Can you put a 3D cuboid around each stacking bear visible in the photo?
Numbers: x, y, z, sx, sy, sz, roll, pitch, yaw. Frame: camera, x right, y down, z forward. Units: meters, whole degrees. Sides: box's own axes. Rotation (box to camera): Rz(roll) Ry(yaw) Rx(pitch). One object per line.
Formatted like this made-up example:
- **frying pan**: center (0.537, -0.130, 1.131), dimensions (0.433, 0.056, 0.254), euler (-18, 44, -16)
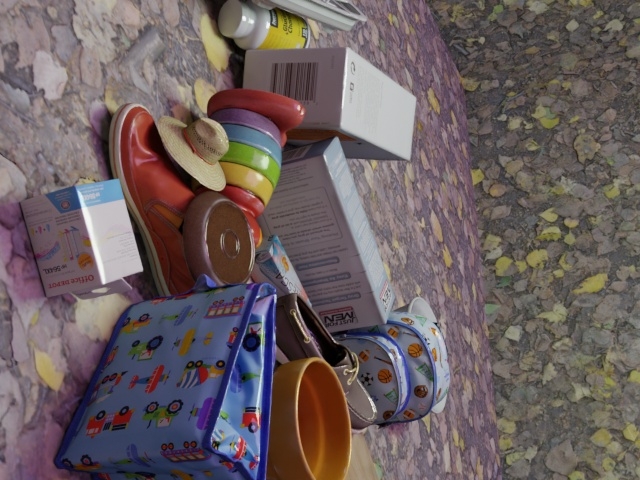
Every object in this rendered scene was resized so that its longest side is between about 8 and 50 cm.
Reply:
- **stacking bear**: center (-0.144, -0.095, 1.335), dimensions (0.164, 0.175, 0.289), euler (16, 67, -16)

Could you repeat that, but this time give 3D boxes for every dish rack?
- **dish rack**: center (-0.085, -0.531, 1.608), dimensions (0.332, 0.072, 0.285), euler (3, 41, -52)

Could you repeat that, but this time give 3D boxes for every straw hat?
- **straw hat**: center (-0.175, -0.151, 1.201), dimensions (0.144, 0.061, 0.144), euler (45, 22, -23)

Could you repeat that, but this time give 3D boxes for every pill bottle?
- **pill bottle**: center (-0.116, -0.431, 1.604), dimensions (0.184, 0.103, 0.103), euler (5, 74, -48)

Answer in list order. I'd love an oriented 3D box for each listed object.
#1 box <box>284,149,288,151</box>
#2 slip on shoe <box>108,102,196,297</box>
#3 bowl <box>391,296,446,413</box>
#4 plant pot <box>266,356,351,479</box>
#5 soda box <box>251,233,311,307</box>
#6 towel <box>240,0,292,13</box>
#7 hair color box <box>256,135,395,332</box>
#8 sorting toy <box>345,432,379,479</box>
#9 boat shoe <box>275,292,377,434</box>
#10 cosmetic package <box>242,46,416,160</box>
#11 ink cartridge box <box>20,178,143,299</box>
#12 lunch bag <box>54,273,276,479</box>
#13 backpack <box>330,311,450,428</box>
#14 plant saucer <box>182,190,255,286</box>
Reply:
- **box**: center (-0.037, -0.104, 1.687), dimensions (0.162, 0.029, 0.116), euler (43, 35, -20)
- **slip on shoe**: center (-0.224, -0.051, 1.188), dimensions (0.123, 0.101, 0.331), euler (-37, 112, -64)
- **bowl**: center (0.219, 0.301, 2.015), dimensions (0.298, 0.134, 0.298), euler (42, 41, -54)
- **plant pot**: center (-0.076, 0.300, 1.243), dimensions (0.205, 0.187, 0.205), euler (-13, 90, -68)
- **soda box**: center (-0.081, 0.081, 1.506), dimensions (0.058, 0.063, 0.183), euler (-72, 143, -52)
- **towel**: center (-0.104, -0.485, 1.785), dimensions (0.285, 0.034, 0.209), euler (48, 36, -50)
- **hair color box**: center (0.000, 0.000, 1.581), dimensions (0.113, 0.185, 0.375), euler (-59, 133, -60)
- **sorting toy**: center (0.028, 0.503, 1.516), dimensions (0.255, 0.089, 0.257), euler (-50, 125, -62)
- **boat shoe**: center (0.011, 0.234, 1.486), dimensions (0.324, 0.096, 0.116), euler (51, 25, -14)
- **cosmetic package**: center (0.033, -0.285, 1.720), dimensions (0.453, 0.230, 0.162), euler (6, 89, -66)
- **ink cartridge box**: center (-0.297, 0.005, 0.993), dimensions (0.090, 0.092, 0.143), euler (-23, 100, -67)
- **lunch bag**: center (-0.180, 0.166, 1.020), dimensions (0.138, 0.220, 0.293), euler (55, 32, -45)
- **backpack**: center (0.132, 0.268, 1.657), dimensions (0.213, 0.263, 0.277), euler (-30, 107, -66)
- **plant saucer**: center (-0.144, 0.007, 1.178), dimensions (0.168, 0.029, 0.169), euler (29, 57, -58)
